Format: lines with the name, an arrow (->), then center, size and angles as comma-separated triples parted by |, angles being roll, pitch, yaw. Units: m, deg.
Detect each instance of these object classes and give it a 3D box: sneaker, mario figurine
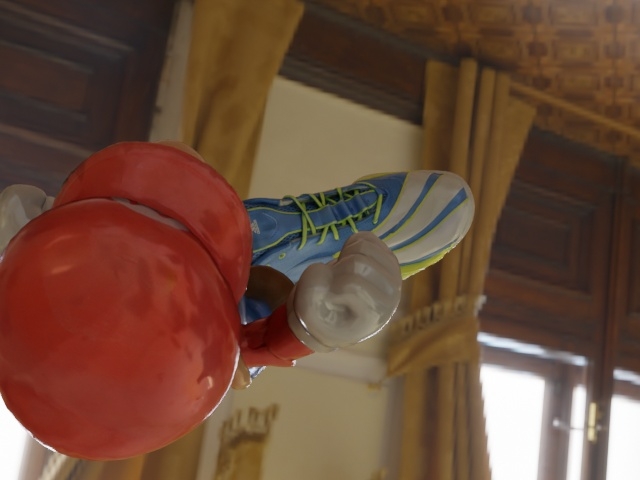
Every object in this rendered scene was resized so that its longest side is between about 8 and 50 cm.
sneaker -> 0.000, 0.000, 0.858 | 0.240, 0.091, 0.126 | -18, 173, 14
mario figurine -> -0.075, 0.009, 0.585 | 0.198, 0.170, 0.320 | -25, 176, -3
